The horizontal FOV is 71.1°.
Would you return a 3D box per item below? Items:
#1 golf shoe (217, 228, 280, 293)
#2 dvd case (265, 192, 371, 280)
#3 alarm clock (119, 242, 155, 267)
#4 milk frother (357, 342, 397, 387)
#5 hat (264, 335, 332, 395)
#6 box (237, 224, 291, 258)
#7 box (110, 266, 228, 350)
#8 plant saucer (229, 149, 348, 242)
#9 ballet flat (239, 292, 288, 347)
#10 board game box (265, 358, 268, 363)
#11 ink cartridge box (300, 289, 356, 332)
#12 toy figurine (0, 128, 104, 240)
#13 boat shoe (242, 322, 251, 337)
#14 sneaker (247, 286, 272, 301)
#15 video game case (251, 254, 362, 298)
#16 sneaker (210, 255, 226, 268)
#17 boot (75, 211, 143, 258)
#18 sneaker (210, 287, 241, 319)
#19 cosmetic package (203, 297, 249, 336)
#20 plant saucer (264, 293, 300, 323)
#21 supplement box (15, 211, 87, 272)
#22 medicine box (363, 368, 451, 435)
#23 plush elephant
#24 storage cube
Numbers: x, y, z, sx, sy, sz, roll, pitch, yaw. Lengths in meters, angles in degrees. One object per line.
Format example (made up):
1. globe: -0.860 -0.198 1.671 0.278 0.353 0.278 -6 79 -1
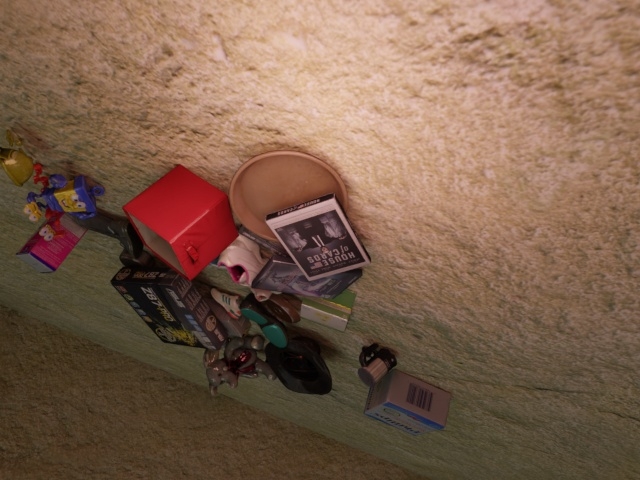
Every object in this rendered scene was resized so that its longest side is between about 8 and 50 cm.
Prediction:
1. golf shoe: -0.217 0.099 1.405 0.115 0.140 0.306 -5 140 34
2. dvd case: 0.000 0.000 1.101 0.179 0.029 0.238 -17 131 18
3. alarm clock: -0.719 0.068 1.731 0.129 0.064 0.192 9 142 21
4. milk frother: 0.189 0.469 1.698 0.129 0.135 0.143 53 144 10
5. hat: -0.074 0.504 1.908 0.331 0.134 0.331 13 127 18
6. box: -0.093 -0.023 1.230 0.231 0.056 0.183 30 145 -12
7. box: -0.582 0.268 1.758 0.318 0.097 0.394 -1 132 25
8. plant saucer: -0.073 -0.100 1.052 0.278 0.041 0.277 2 134 2
9. ballet flat: -0.200 0.299 1.720 0.095 0.096 0.280 -15 130 26
10. board game box: -0.170 0.605 2.188 0.170 0.048 0.141 31 148 -13
11. ink cartridge box: 0.022 0.223 1.521 0.171 0.056 0.235 19 149 7
12. toy figurine: -0.798 -0.177 1.403 0.217 0.191 0.362 -9 138 -7
13. boat shoe: -0.338 0.393 1.984 0.050 0.045 0.135 19 147 5
14. sneaker: -0.229 0.173 1.581 0.134 0.070 0.051 9 147 21
15. video game case: -0.043 0.113 1.318 0.274 0.026 0.196 10 149 -23
16. sneaker: -0.368 0.043 1.472 0.229 0.087 0.092 17 155 21
17. boot: -0.750 -0.028 1.596 0.209 0.076 0.189 9 131 8
18. sneaker: -0.358 0.232 1.763 0.161 0.075 0.057 44 -179 11
19. cosmetic package: -0.431 0.318 1.879 0.238 0.107 0.127 -1 137 27
20. plant saucer: -0.147 0.248 1.633 0.168 0.029 0.168 32 154 18
21. supplement box: -0.962 -0.003 1.623 0.111 0.220 0.114 -6 137 35
22. medicine box: 0.364 0.699 1.914 0.264 0.149 0.289 24 146 -2
23. plush elephant: -0.414 0.586 2.088 0.330 0.255 0.271 11 129 30
24. storage cube: -0.357 -0.046 1.182 0.215 0.193 0.183 31 151 22
